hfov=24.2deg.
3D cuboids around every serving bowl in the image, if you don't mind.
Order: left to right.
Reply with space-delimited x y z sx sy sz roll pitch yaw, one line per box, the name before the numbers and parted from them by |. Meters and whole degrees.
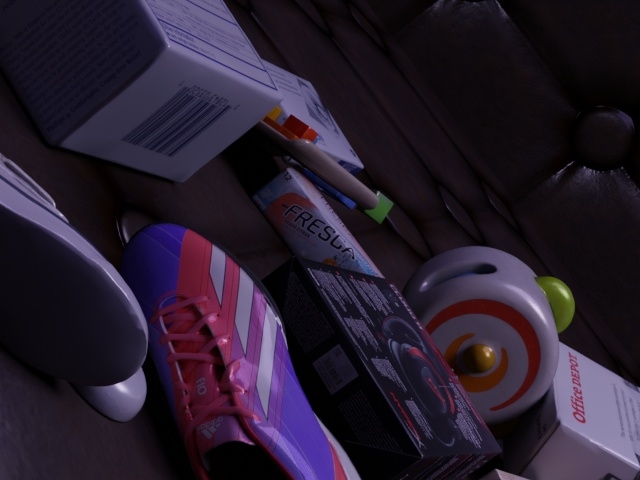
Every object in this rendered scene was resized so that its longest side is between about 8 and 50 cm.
serving bowl | -0.154 0.091 1.092 0.083 0.027 0.083 49 15 -18

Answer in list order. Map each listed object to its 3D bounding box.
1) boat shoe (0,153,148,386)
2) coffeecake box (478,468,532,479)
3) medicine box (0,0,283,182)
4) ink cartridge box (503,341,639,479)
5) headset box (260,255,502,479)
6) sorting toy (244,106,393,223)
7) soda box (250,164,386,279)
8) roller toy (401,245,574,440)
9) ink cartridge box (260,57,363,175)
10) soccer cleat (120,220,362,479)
boat shoe | -0.220 -0.008 1.009 0.267 0.096 0.088 38 23 -19
coffeecake box | 0.233 0.348 1.610 0.185 0.068 0.142 60 15 27
medicine box | -0.208 -0.224 1.438 0.289 0.149 0.263 56 15 16
ink cartridge box | 0.368 0.271 1.807 0.289 0.121 0.211 30 24 -8
headset box | 0.047 0.143 1.431 0.218 0.110 0.293 57 15 17
sorting toy | -0.032 -0.122 1.797 0.196 0.047 0.347 31 -3 41
soda box | 0.000 0.000 1.738 0.183 0.058 0.063 52 14 1
roller toy | 0.182 0.117 1.765 0.191 0.209 0.146 27 18 -7
ink cartridge box | -0.047 -0.192 2.080 0.224 0.045 0.223 56 15 16
soccer cleat | -0.073 0.116 1.144 0.318 0.108 0.116 59 19 16
